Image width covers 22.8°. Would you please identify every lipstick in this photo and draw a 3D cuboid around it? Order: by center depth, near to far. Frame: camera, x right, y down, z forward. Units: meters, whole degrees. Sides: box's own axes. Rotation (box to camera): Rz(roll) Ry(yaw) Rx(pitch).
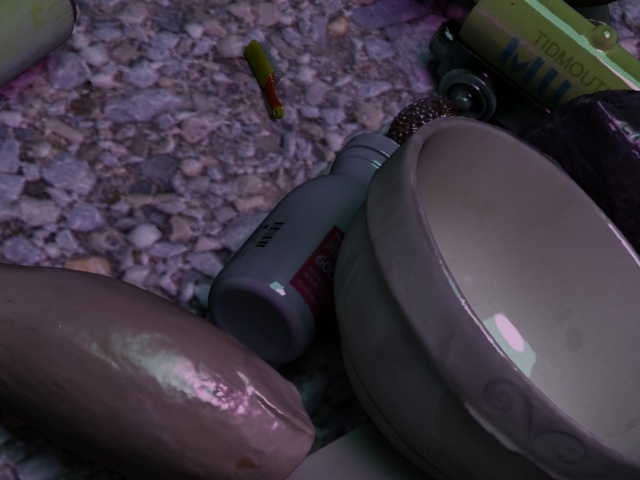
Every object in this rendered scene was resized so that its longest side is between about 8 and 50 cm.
[{"bbox_3d":[-0.306,-0.116,1.207,0.076,0.076,0.304,39,51,6],"label":"lipstick"}]

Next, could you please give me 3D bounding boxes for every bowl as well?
[{"bbox_3d":[0.129,0.072,1.176,0.307,0.163,0.307,35,29,-23],"label":"bowl"}]

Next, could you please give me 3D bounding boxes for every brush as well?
[{"bbox_3d":[-0.043,-0.139,1.388,0.021,0.019,0.083,1,53,-36],"label":"brush"}]

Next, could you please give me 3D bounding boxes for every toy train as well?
[{"bbox_3d":[0.220,-0.136,1.415,0.253,0.157,0.105,40,49,7],"label":"toy train"}]

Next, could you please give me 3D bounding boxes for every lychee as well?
[{"bbox_3d":[0.098,-0.092,1.386,0.083,0.068,0.067,-11,102,-12],"label":"lychee"}]

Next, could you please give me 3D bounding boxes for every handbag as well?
[{"bbox_3d":[0.252,-0.005,1.329,0.270,0.175,0.088,51,32,14],"label":"handbag"}]

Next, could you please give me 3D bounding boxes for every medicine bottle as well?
[{"bbox_3d":[0.000,0.000,1.257,0.090,0.090,0.217,36,48,4],"label":"medicine bottle"}]

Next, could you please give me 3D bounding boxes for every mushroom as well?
[{"bbox_3d":[-0.172,0.083,1.092,0.350,0.128,0.128,19,50,-2],"label":"mushroom"}]

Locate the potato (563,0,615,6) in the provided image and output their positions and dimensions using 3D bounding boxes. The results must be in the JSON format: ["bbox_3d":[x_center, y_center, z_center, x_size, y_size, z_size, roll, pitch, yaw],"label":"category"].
[{"bbox_3d":[0.173,-0.336,1.481,0.351,0.202,0.218,14,1,35],"label":"potato"}]

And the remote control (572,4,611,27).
[{"bbox_3d":[0.229,-0.264,1.600,0.123,0.038,0.285,9,55,-16],"label":"remote control"}]

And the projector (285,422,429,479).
[{"bbox_3d":[0.020,0.278,1.066,0.257,0.079,0.259,-26,72,-36],"label":"projector"}]

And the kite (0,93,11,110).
[{"bbox_3d":[-0.314,-0.121,1.260,0.137,0.005,0.152,2,54,-24],"label":"kite"}]
